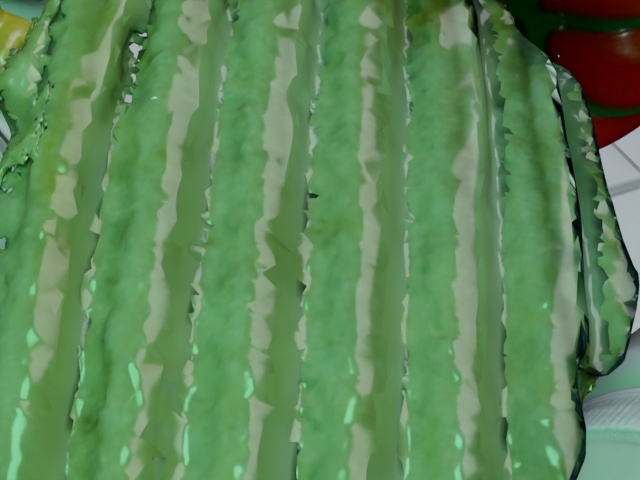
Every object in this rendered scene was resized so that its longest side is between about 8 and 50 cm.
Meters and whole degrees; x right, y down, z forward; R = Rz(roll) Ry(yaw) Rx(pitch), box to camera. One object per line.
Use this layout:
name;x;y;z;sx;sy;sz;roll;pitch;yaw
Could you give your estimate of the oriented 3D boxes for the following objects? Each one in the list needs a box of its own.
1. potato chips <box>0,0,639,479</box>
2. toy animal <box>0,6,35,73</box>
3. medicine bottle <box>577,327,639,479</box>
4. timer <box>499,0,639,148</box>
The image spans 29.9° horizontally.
potato chips;0.000;0.000;0.624;0.359;0.070;0.429;11;62;-12
toy animal;-0.212;-0.131;0.774;0.159;0.083;0.070;35;34;-29
medicine bottle;0.257;0.153;0.780;0.213;0.213;0.379;48;29;16
timer;0.166;-0.253;1.084;0.378;0.378;0.279;28;41;-21
